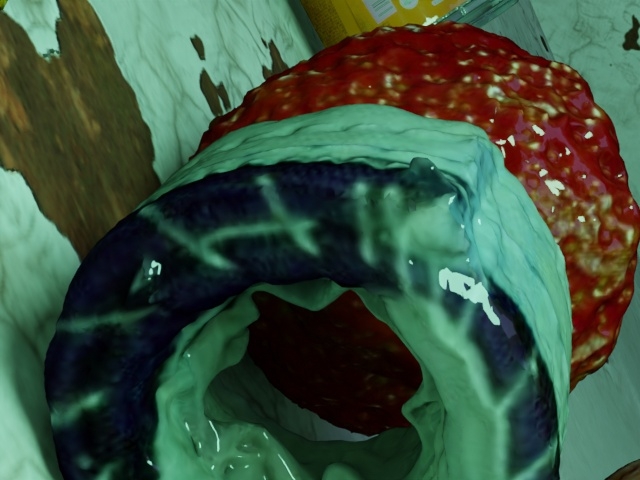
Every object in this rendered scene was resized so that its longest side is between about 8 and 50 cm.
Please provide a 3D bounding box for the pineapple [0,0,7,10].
[{"bbox_3d":[-0.215,-0.062,0.458,0.250,0.140,0.164,-8,117,-57],"label":"pineapple"}]

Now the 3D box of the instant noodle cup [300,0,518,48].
[{"bbox_3d":[0.057,-0.201,1.317,0.125,0.178,0.208,56,31,-4],"label":"instant noodle cup"}]

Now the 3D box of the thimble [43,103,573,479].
[{"bbox_3d":[0.004,0.052,0.703,0.237,0.237,0.150,62,19,-16],"label":"thimble"}]

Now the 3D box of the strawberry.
[{"bbox_3d":[0.042,-0.005,0.906,0.277,0.257,0.257,-9,76,-52],"label":"strawberry"}]

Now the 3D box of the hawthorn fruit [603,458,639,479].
[{"bbox_3d":[0.375,0.299,1.454,0.242,0.272,0.241,-17,90,-76],"label":"hawthorn fruit"}]
